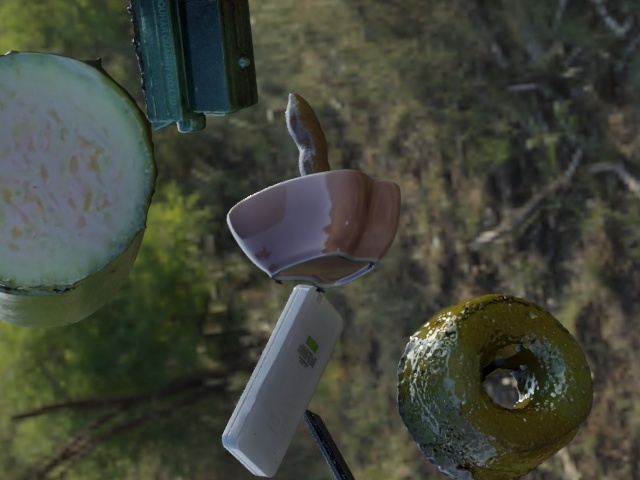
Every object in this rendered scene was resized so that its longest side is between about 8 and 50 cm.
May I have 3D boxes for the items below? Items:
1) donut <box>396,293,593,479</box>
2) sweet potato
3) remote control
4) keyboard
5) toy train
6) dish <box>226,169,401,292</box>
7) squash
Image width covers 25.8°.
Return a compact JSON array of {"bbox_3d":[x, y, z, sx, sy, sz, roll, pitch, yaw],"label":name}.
[{"bbox_3d":[0.242,0.188,1.839,0.107,0.272,0.272,134,127,-59],"label":"donut"},{"bbox_3d":[-0.013,-0.145,2.347,0.051,0.065,0.219,-26,75,42],"label":"sweet potato"},{"bbox_3d":[-0.046,0.183,1.840,0.034,0.250,0.103,5,148,38],"label":"remote control"},{"bbox_3d":[0.034,0.405,2.493,0.250,0.017,0.087,58,-170,31],"label":"keyboard"},{"bbox_3d":[-0.188,-0.325,2.132,0.178,0.138,0.330,4,107,32],"label":"toy train"},{"bbox_3d":[0.000,0.000,1.653,0.213,0.213,0.090,121,139,-65],"label":"dish"},{"bbox_3d":[-0.321,-0.046,1.574,0.384,0.263,0.263,140,121,-77],"label":"squash"}]
